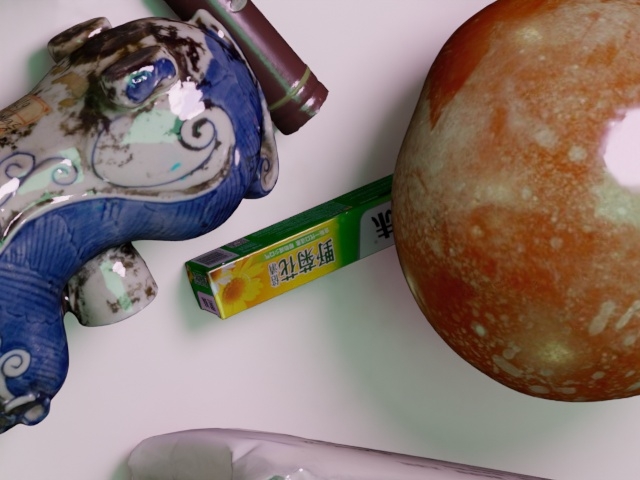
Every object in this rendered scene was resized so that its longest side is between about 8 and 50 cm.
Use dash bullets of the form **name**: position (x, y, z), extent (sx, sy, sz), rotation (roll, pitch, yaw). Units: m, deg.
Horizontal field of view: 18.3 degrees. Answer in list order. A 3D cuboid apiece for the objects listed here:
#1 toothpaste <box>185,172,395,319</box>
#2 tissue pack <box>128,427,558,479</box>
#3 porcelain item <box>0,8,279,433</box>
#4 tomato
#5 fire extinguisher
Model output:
- **toothpaste**: position (0.000, 0.000, 1.294), extent (0.178, 0.043, 0.037), rotation (-23, 103, -21)
- **tissue pack**: position (0.067, 0.232, 1.219), extent (0.356, 0.266, 0.194), rotation (12, 83, -24)
- **porcelain item**: position (-0.150, -0.010, 1.181), extent (0.288, 0.138, 0.186), rotation (-33, 116, -17)
- **tomato**: position (0.185, -0.033, 1.254), extent (0.270, 0.222, 0.270), rotation (2, 88, -49)
- **fire extinguisher**: position (-0.058, -0.138, 1.260), extent (0.158, 0.043, 0.064), rotation (49, 45, -19)
